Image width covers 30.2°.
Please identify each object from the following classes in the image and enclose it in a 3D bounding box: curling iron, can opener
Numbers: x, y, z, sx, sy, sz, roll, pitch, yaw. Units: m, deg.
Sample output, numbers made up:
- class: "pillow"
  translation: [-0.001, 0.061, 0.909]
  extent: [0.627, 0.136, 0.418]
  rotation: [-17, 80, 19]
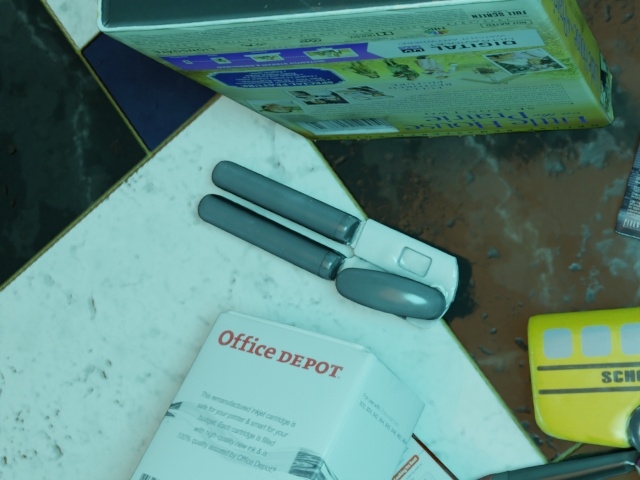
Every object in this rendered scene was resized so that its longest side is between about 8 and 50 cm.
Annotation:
- class: "curling iron"
  translation: [0.169, 0.244, 1.104]
  extent: [0.274, 0.035, 0.068]
  rotation: [-24, 92, 15]
- class: "can opener"
  translation: [0.000, 0.000, 1.144]
  extent: [0.283, 0.095, 0.076]
  rotation: [25, 95, 19]

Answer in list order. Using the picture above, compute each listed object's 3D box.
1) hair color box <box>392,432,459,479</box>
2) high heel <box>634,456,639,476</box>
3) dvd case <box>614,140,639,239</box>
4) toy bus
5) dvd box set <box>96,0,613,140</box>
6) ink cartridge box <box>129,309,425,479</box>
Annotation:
- class: "hair color box"
  translation: [0.079, 0.237, 1.091]
  extent: [0.093, 0.053, 0.167]
  rotation: [-47, 54, 1]
- class: "high heel"
  translation: [0.391, 0.239, 1.003]
  extent: [0.244, 0.082, 0.117]
  rotation: [40, 89, 23]
- class: "dvd case"
  translation: [0.372, -0.092, 1.054]
  extent: [0.164, 0.018, 0.221]
  rotation: [16, 94, 21]
- class: "toy bus"
  translation: [0.353, 0.115, 1.004]
  extent: [0.332, 0.108, 0.130]
  rotation: [-6, 83, 20]
- class: "dvd box set"
  translation: [0.060, -0.151, 0.958]
  extent: [0.307, 0.420, 0.062]
  rotation: [-1, 84, 21]
- class: "ink cartridge box"
  translation: [-0.057, 0.219, 1.065]
  extent: [0.198, 0.115, 0.273]
  rotation: [12, 66, 41]
